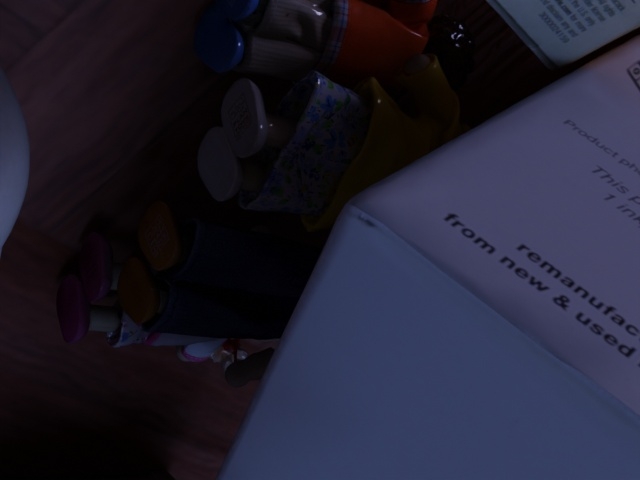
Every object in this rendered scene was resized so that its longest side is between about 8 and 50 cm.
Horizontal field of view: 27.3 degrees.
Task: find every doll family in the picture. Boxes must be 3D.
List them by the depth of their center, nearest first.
[{"bbox_3d":[0.000,0.000,0.612,0.163,0.118,0.263,8,129,-36],"label":"doll family"}]

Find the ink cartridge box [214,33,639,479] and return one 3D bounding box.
[{"bbox_3d":[0.132,0.065,0.569,0.395,0.166,0.285,-30,153,-47],"label":"ink cartridge box"}]

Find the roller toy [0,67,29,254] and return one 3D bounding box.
[{"bbox_3d":[-0.202,-0.001,0.432,0.191,0.209,0.146,-3,136,-36],"label":"roller toy"}]

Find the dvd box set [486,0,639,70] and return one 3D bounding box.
[{"bbox_3d":[0.146,-0.243,0.307,0.420,0.062,0.307,-28,128,33],"label":"dvd box set"}]

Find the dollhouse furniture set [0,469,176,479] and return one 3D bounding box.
[{"bbox_3d":[-0.194,0.340,0.705,0.256,0.362,0.394,5,101,-32],"label":"dollhouse furniture set"}]
